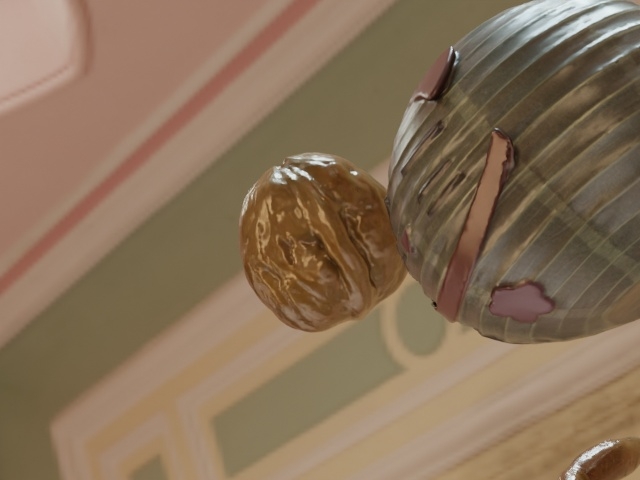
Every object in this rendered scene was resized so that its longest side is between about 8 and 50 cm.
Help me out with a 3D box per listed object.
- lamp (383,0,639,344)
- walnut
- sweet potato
[{"bbox_3d":[0.157,-0.049,1.117,0.233,0.233,0.265,60,-27,30],"label":"lamp"},{"bbox_3d":[0.000,0.000,1.487,0.149,0.166,0.167,-164,-104,-75],"label":"walnut"},{"bbox_3d":[0.216,0.191,1.296,0.044,0.179,0.044,14,-65,33],"label":"sweet potato"}]
